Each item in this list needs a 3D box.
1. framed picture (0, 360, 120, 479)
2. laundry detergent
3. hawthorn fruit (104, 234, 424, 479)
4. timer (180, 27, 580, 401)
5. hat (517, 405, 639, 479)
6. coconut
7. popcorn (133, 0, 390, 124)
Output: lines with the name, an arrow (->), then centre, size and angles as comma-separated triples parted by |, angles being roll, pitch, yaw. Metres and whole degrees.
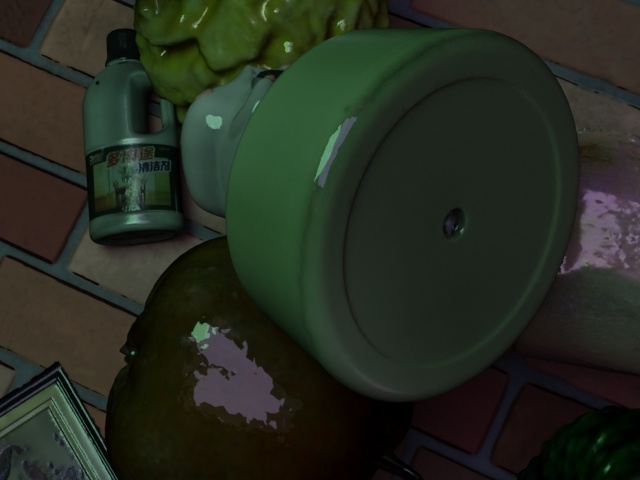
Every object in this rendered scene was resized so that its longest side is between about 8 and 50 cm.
framed picture -> -0.298, 0.255, 1.414 | 0.199, 0.010, 0.195 | -33, 74, -1
laundry detergent -> -0.195, -0.110, 1.458 | 0.099, 0.070, 0.225 | -9, 74, 14
hawthorn fruit -> -0.040, 0.151, 1.280 | 0.301, 0.268, 0.267 | 28, 82, 2
timer -> 0.005, -0.057, 1.163 | 0.315, 0.291, 0.291 | 25, 80, 46
hat -> 0.335, 0.307, 1.224 | 0.332, 0.242, 0.274 | 24, 38, -20
coconut -> 0.248, 0.004, 1.284 | 0.245, 0.233, 0.233 | 12, 78, 6
popcorn -> -0.063, -0.218, 1.376 | 0.237, 0.293, 0.293 | 28, 80, -25
